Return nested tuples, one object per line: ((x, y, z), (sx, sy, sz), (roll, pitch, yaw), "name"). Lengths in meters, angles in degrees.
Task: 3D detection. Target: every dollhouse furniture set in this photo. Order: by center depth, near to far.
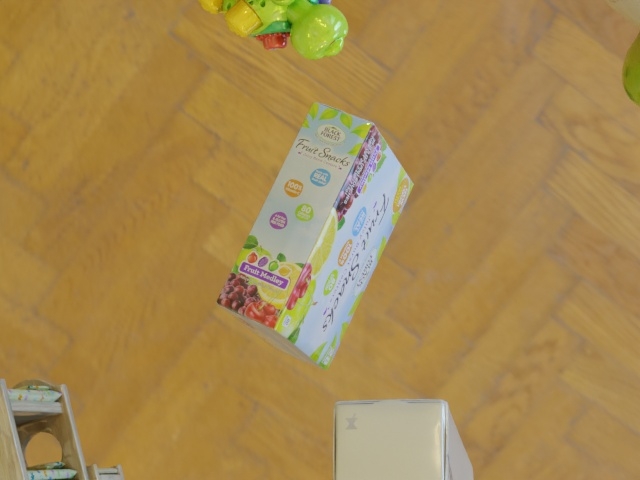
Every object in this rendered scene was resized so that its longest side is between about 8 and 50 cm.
((-0.256, 0.165, 1.182), (0.161, 0.182, 0.101), (-18, 79, 11), "dollhouse furniture set")

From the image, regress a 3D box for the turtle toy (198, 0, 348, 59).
((-0.027, -0.180, 1.226), (0.095, 0.130, 0.066), (-42, 133, -4), "turtle toy")

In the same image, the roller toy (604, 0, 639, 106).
((0.211, -0.180, 0.777), (0.146, 0.191, 0.209), (38, 53, -11), "roller toy")

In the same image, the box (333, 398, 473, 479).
((0.087, 0.237, 1.605), (0.113, 0.275, 0.094), (-3, 69, 11), "box")

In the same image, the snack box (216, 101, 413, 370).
((0.000, 0.000, 1.500), (0.070, 0.174, 0.207), (23, 80, 21), "snack box")
